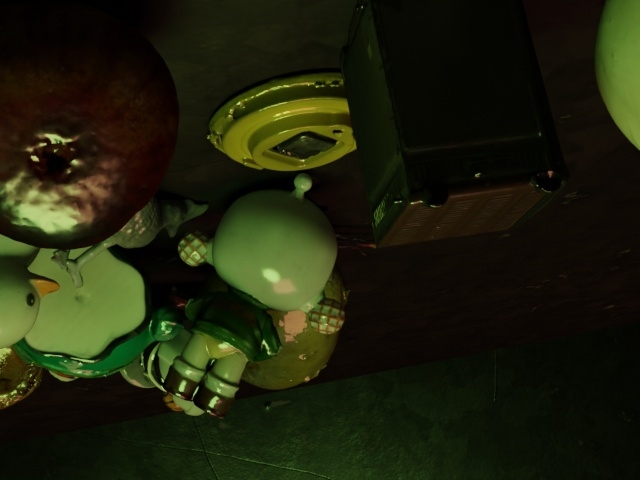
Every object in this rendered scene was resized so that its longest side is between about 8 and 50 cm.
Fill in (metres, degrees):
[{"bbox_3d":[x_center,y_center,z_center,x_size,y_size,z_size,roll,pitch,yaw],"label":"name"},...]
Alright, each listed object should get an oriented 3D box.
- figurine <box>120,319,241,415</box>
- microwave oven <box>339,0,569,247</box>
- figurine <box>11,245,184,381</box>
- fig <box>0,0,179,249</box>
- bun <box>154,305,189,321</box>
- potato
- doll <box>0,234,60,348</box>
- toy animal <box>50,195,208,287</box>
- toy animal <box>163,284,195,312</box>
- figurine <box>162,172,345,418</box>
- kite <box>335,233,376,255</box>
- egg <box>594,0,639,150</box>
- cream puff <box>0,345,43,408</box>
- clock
[{"bbox_3d":[-0.233,0.216,1.621,0.133,0.176,0.236,-36,-159,-34],"label":"figurine"},{"bbox_3d":[0.137,-0.134,0.999,0.188,0.248,0.178,-7,166,-7],"label":"microwave oven"},{"bbox_3d":[-0.377,0.105,1.503,0.323,0.232,0.340,13,167,-15],"label":"figurine"},{"bbox_3d":[-0.251,-0.108,0.894,0.235,0.235,0.214,6,-167,-44],"label":"fig"},{"bbox_3d":[-0.330,0.200,1.897,0.287,0.146,0.287,13,164,4],"label":"bun"},{"bbox_3d":[-0.074,0.124,1.672,0.269,0.219,0.359,35,146,-8],"label":"potato"},{"bbox_3d":[-0.460,0.041,1.224,0.250,0.221,0.221,2,161,-11],"label":"doll"},{"bbox_3d":[-0.276,-0.030,1.275,0.206,0.081,0.367,-44,164,-3],"label":"toy animal"},{"bbox_3d":[-0.180,0.132,1.914,0.255,0.090,0.170,-11,160,-11],"label":"toy animal"},{"bbox_3d":[-0.102,0.075,1.419,0.281,0.370,0.167,27,170,9],"label":"figurine"},{"bbox_3d":[0.000,-0.001,1.696,0.245,0.015,0.141,8,159,-31],"label":"kite"},{"bbox_3d":[0.412,-0.203,0.893,0.283,0.283,0.345,-6,150,-16],"label":"egg"},{"bbox_3d":[-0.612,0.217,1.796,0.183,0.184,0.169,-4,-179,-22],"label":"cream puff"},{"bbox_3d":[-0.023,-0.135,1.207,0.236,0.057,0.237,-9,163,-3],"label":"clock"}]
